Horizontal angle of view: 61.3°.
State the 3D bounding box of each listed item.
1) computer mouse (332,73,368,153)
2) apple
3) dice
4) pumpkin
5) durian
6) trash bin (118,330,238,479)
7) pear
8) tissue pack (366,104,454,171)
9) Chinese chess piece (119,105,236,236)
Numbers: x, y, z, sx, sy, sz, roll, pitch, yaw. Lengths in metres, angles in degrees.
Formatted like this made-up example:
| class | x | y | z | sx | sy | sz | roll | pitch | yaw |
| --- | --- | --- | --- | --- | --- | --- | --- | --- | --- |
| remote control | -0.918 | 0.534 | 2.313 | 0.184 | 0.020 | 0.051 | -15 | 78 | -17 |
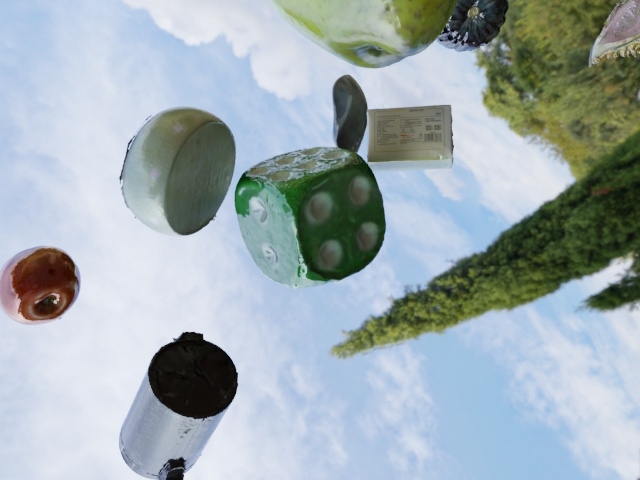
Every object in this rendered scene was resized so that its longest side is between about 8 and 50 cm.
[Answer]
| class | x | y | z | sx | sy | sz | roll | pitch | yaw |
| --- | --- | --- | --- | --- | --- | --- | --- | --- | --- |
| computer mouse | 0.102 | -0.359 | 1.742 | 0.167 | 0.090 | 0.379 | 23 | -112 | -60 |
| apple | -0.568 | 0.093 | 1.095 | 0.163 | 0.163 | 0.139 | 18 | -163 | -42 |
| dice | -0.025 | -0.065 | 1.383 | 0.297 | 0.287 | 0.300 | -23 | -67 | -30 |
| pumpkin | 0.390 | -0.619 | 1.446 | 0.220 | 0.220 | 0.162 | 41 | -159 | -19 |
| durian | 1.023 | -0.680 | 1.720 | 0.185 | 0.305 | 0.195 | 43 | 177 | -7 |
| trash bin | -0.326 | 0.390 | 1.236 | 0.203 | 0.301 | 0.252 | 7 | -138 | -30 |
| pear | 0.063 | -0.402 | 0.778 | 0.238 | 0.342 | 0.318 | -5 | -114 | -56 |
| tissue pack | 0.248 | -0.280 | 1.496 | 0.125 | 0.234 | 0.159 | 39 | -130 | -76 |
| Chinese chess piece | -0.370 | -0.184 | 1.445 | 0.146 | 0.349 | 0.349 | 22 | -150 | 16 |
